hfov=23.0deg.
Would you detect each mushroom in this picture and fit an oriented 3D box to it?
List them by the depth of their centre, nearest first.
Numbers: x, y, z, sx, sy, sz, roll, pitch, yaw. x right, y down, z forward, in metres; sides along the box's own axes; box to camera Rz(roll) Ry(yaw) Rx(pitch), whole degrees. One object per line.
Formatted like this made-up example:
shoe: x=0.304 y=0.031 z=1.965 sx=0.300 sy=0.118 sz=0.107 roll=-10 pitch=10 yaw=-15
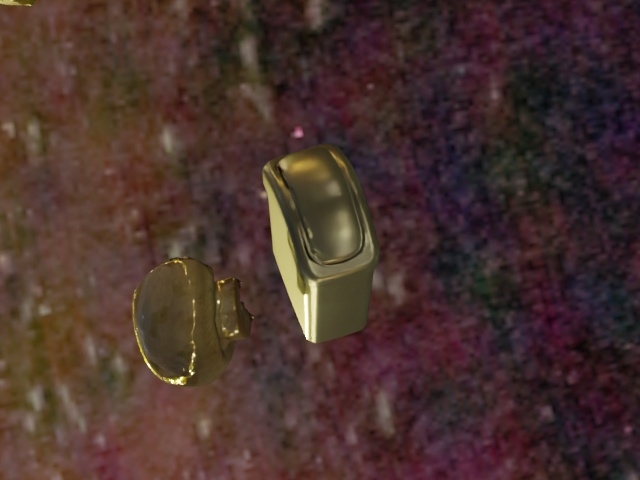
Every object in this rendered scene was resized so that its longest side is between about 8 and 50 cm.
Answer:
mushroom: x=-0.165 y=0.119 z=1.960 sx=0.188 sy=0.141 sz=0.117 roll=73 pitch=-160 yaw=-50

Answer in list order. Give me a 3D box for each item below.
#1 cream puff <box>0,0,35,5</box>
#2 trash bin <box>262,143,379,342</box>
cream puff: x=-0.305 y=-0.372 z=1.465 sx=0.323 sy=0.270 sz=0.274 roll=12 pitch=144 yaw=55
trash bin: x=0.000 y=0.000 z=1.885 sx=0.236 sy=0.101 sz=0.176 roll=90 pitch=159 yaw=-61
